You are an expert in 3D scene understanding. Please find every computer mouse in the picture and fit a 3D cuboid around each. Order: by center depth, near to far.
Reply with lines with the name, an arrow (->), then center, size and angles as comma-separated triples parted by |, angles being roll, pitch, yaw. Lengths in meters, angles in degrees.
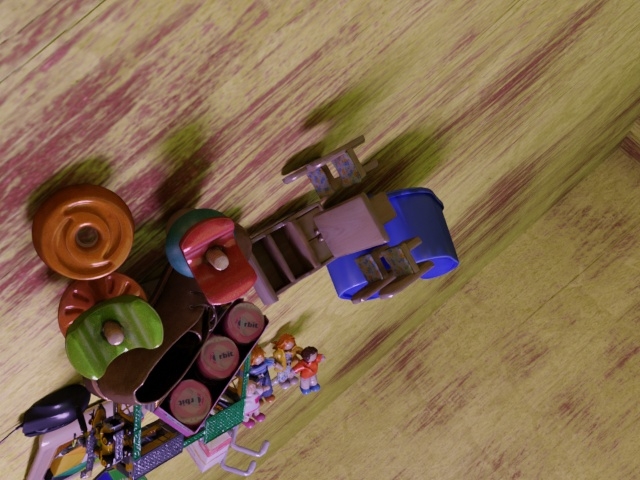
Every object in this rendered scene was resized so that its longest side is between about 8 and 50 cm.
computer mouse -> -0.452, 0.297, 0.980 | 0.242, 0.041, 0.071 | -32, 160, -25

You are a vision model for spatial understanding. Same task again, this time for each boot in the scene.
boot -> -0.166, 0.093, 0.866 | 0.305, 0.115, 0.112 | -54, 129, -32

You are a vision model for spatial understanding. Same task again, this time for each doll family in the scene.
doll family -> -0.117, 0.307, 1.539 | 0.262, 0.118, 0.163 | -25, 132, -29

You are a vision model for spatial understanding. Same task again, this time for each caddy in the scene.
caddy -> 0.125, -0.004, 1.256 | 0.241, 0.179, 0.341 | -21, 166, 15

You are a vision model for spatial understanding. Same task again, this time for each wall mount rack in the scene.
wall mount rack -> -0.171, 0.441, 1.731 | 0.350, 0.130, 0.304 | 115, -9, -54

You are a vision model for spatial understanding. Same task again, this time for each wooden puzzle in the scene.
wooden puzzle -> -0.418, 0.374, 1.199 | 0.220, 0.044, 0.239 | -19, 151, -42

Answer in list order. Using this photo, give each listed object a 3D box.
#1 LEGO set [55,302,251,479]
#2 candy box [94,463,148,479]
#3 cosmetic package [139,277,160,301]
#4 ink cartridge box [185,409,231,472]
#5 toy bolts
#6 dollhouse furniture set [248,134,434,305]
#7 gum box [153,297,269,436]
LEGO set -> -0.264, 0.213, 1.044 | 0.331, 0.192, 0.255 | -28, 128, -48
candy box -> -0.452, 0.711, 1.462 | 0.268, 0.317, 0.122 | -43, 163, 8
cosmetic package -> -0.246, 0.095, 0.914 | 0.115, 0.060, 0.041 | -22, 153, -48
ink cartridge box -> -0.289, 0.490, 1.609 | 0.067, 0.115, 0.198 | -28, 156, -32
toy bolts -> -0.212, 0.009, 0.761 | 0.228, 0.158, 0.218 | -24, 116, -19
dollhouse furniture set -> 0.000, 0.000, 0.968 | 0.161, 0.212, 0.242 | -32, -174, -30
gum box -> -0.148, 0.172, 0.910 | 0.188, 0.062, 0.107 | -56, -176, -25
